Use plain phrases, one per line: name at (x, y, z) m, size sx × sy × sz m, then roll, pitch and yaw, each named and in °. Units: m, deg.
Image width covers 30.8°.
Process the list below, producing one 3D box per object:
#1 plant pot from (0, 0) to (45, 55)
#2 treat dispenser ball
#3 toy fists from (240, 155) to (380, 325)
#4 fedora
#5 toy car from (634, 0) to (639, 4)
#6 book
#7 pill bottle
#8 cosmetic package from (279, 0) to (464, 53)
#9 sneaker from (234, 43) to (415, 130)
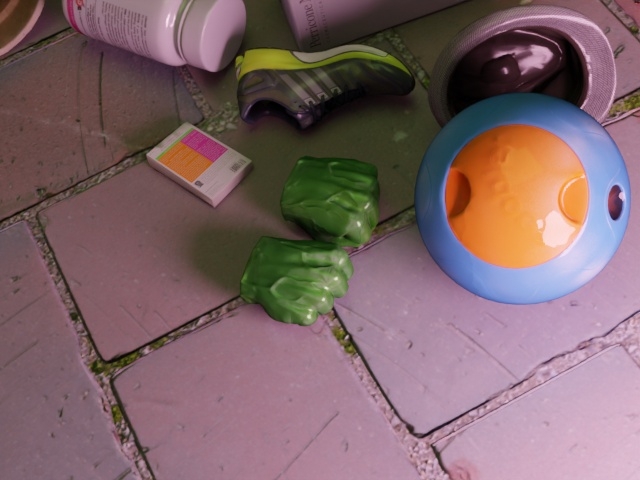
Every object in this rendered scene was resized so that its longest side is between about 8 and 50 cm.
plant pot at (-0.685, -0.519, 2.046) m, size 0.334 × 0.333 × 0.305 m, roll -29°, pitch 47°, yaw -8°
treat dispenser ball at (0.272, -0.056, 1.576) m, size 0.288 × 0.288 × 0.288 m, roll -5°, pitch 57°, yaw 7°
toy fists at (0.000, 0.000, 1.706) m, size 0.142 × 0.096 × 0.279 m, roll 11°, pitch 62°, yaw 28°
fedora at (0.296, -0.251, 1.762) m, size 0.275 × 0.243 × 0.124 m, roll -20°, pitch 27°, yaw 8°
toy car at (0.551, -0.432, 1.901) m, size 0.041 × 0.060 × 0.122 m, roll 23°, pitch 68°, yaw -13°
book at (-0.192, -0.124, 1.855) m, size 0.144 × 0.035 × 0.096 m, roll 33°, pitch 66°, yaw 26°
pill bottle at (-0.279, -0.388, 1.959) m, size 0.283 × 0.160 × 0.160 m, roll 22°, pitch 65°, yaw 22°
cosmetic package at (0.142, -0.498, 1.912) m, size 0.453 × 0.230 × 0.161 m, roll -20°, pitch 58°, yaw -2°
sneaker at (0.003, -0.235, 1.858) m, size 0.300 × 0.111 × 0.121 m, roll 0°, pitch 68°, yaw 16°
